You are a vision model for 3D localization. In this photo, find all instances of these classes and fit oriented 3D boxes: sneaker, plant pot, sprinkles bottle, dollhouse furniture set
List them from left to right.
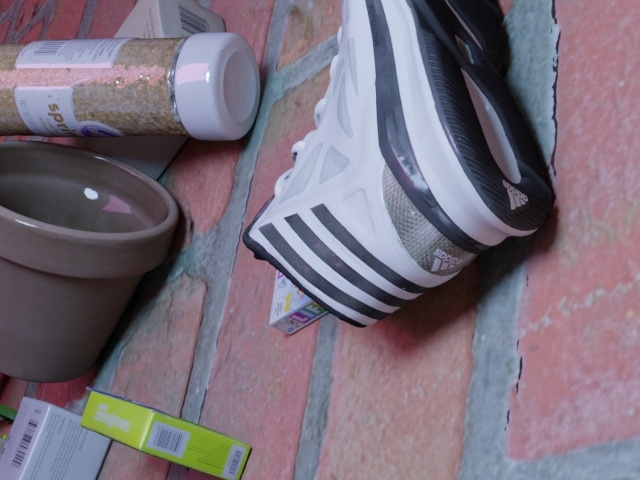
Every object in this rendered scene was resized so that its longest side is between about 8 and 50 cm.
[{"bbox_3d":[-0.445,0.286,1.747,0.076,0.058,0.152,-12,56,57],"label":"dollhouse furniture set"},{"bbox_3d":[-0.320,0.035,1.576,0.263,0.263,0.229,-121,44,-58],"label":"plant pot"},{"bbox_3d":[-0.250,-0.177,1.554,0.355,0.121,0.121,2,65,25],"label":"sprinkles bottle"},{"bbox_3d":[0.021,-0.120,1.135,0.257,0.169,0.448,-37,39,28],"label":"sneaker"}]

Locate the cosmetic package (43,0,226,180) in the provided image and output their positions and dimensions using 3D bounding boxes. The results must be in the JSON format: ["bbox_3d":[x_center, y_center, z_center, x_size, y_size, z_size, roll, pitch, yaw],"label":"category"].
[{"bbox_3d":[-0.246,-0.161,1.727,0.309,0.113,0.160,-50,31,24],"label":"cosmetic package"}]

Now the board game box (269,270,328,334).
[{"bbox_3d":[0.000,0.000,1.249,0.103,0.026,0.154,-34,40,45],"label":"board game box"}]

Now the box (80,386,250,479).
[{"bbox_3d":[-0.154,0.183,1.272,0.178,0.109,0.042,2,71,61],"label":"box"}]

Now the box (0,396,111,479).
[{"bbox_3d":[-0.301,0.239,1.505,0.102,0.087,0.101,0,67,61],"label":"box"}]
